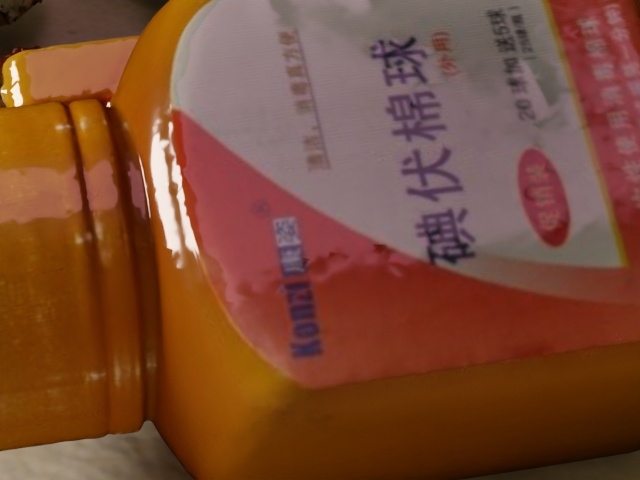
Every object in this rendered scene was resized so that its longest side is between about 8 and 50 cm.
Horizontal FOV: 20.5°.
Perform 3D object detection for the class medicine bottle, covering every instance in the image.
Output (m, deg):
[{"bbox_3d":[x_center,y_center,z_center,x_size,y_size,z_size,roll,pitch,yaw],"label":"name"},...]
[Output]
[{"bbox_3d":[0.000,0.000,0.542,0.222,0.112,0.149,-7,66,-12],"label":"medicine bottle"}]

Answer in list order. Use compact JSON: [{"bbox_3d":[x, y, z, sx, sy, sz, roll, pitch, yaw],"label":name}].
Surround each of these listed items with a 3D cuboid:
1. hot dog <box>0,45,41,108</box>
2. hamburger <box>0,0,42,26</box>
[{"bbox_3d":[-0.113,-0.027,0.647,0.250,0.076,0.104,2,35,5],"label":"hot dog"},{"bbox_3d":[-0.191,-0.137,0.704,0.131,0.124,0.262,-10,6,6],"label":"hamburger"}]
